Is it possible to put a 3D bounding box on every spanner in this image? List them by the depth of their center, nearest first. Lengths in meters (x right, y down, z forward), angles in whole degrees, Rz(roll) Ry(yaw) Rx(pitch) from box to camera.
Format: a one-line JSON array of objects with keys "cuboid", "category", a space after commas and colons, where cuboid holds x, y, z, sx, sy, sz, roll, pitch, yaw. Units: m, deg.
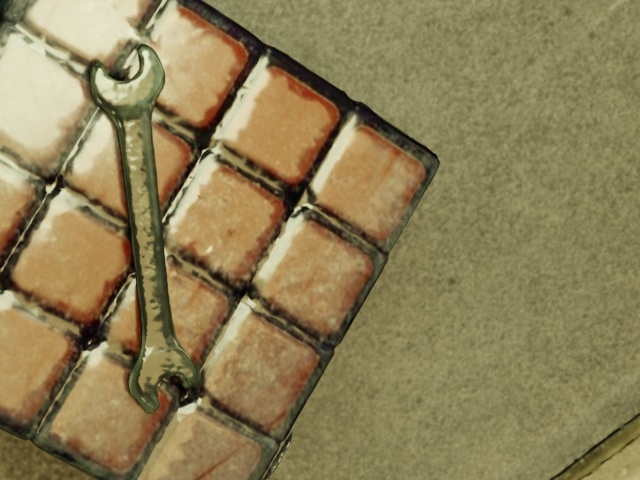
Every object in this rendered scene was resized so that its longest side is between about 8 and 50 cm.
[{"cuboid": [-0.120, -0.007, 1.124, 0.054, 0.015, 0.254, -9, 99, -19], "category": "spanner"}]

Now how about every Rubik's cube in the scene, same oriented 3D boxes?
[{"cuboid": [-0.170, -0.015, 1.291, 0.344, 0.337, 0.344, 34, 84, -18], "category": "Rubik's cube"}]
